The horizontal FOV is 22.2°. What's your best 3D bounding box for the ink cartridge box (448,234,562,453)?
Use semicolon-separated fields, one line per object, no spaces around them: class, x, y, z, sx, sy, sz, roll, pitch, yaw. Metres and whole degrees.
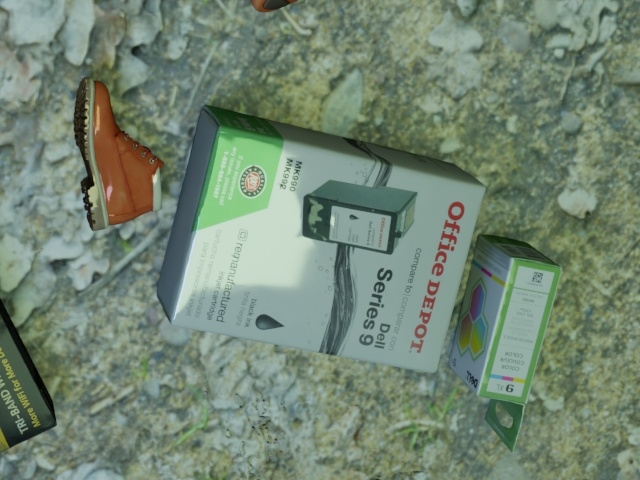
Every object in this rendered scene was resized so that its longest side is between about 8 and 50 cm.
ink cartridge box;0.189;0.109;1.747;0.062;0.109;0.209;10;101;-15

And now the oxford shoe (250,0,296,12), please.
oxford shoe;0.036;-0.383;1.609;0.133;0.130;0.364;43;93;8

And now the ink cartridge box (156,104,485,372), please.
ink cartridge box;0.000;0.000;1.670;0.289;0.121;0.211;11;101;-16

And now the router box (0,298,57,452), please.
router box;-0.437;0.096;1.614;0.243;0.081;0.309;-26;107;-6

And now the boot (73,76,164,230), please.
boot;-0.203;-0.093;1.640;0.084;0.059;0.158;-11;114;-13
